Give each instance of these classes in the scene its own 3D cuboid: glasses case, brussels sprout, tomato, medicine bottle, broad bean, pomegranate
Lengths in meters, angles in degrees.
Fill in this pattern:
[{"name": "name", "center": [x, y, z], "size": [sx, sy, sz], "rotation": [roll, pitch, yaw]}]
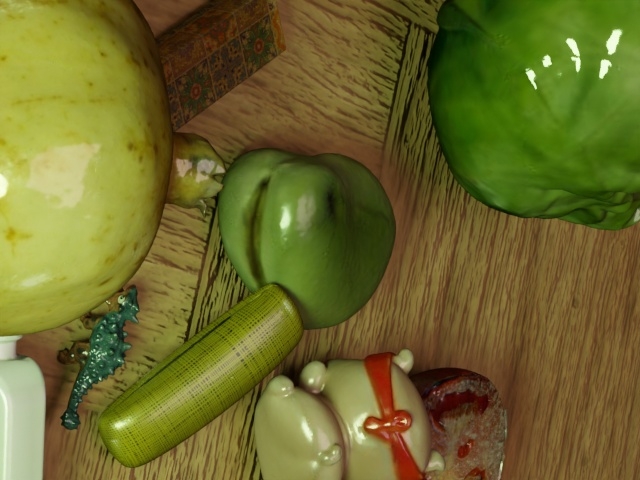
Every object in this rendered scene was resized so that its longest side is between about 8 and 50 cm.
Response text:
[{"name": "glasses case", "center": [-0.114, 0.134, 1.858], "size": [0.234, 0.064, 0.079], "rotation": [-38, 126, -16]}, {"name": "brussels sprout", "center": [0.290, -0.205, 2.125], "size": [0.361, 0.425, 0.342], "rotation": [-10, 60, -27]}, {"name": "tomato", "center": [0.121, 0.250, 2.182], "size": [0.225, 0.085, 0.225], "rotation": [-17, 113, -49]}, {"name": "medicine bottle", "center": [-0.291, 0.161, 1.643], "size": [0.078, 0.115, 0.219], "rotation": [-3, 98, -49]}, {"name": "glasses case", "center": [-0.122, -0.174, 1.849], "size": [0.218, 0.049, 0.075], "rotation": [-41, 132, -39]}, {"name": "broad bean", "center": [0.000, 0.000, 1.970], "size": [0.263, 0.121, 0.189], "rotation": [23, 79, -52]}, {"name": "pomegranate", "center": [-0.244, -0.076, 1.502], "size": [0.342, 0.342, 0.342], "rotation": [-10, 103, -49]}]

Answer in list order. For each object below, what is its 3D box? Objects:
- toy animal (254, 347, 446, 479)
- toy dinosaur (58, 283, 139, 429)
[{"name": "toy animal", "center": [0.029, 0.199, 2.009], "size": [0.197, 0.171, 0.171], "rotation": [-11, 105, -30]}, {"name": "toy dinosaur", "center": [-0.209, 0.108, 1.784], "size": [0.049, 0.055, 0.154], "rotation": [46, 58, -48]}]
